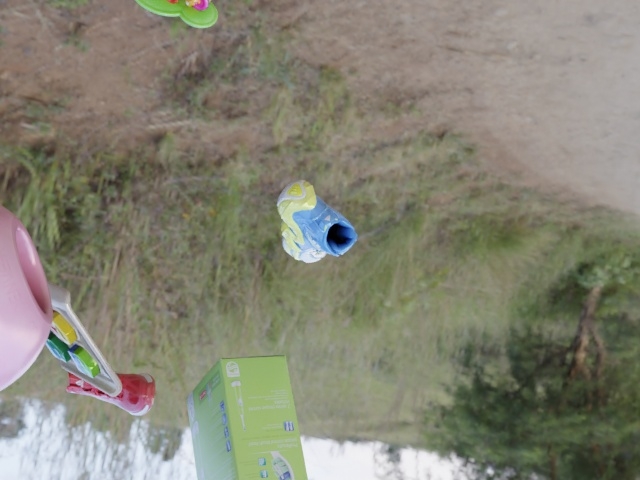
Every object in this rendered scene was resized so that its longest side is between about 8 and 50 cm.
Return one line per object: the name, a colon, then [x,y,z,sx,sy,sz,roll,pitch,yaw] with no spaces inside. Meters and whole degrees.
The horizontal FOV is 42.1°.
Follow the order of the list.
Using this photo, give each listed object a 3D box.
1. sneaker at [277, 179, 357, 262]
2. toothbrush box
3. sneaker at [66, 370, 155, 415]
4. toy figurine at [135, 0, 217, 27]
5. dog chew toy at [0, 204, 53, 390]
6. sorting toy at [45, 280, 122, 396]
sneaker: [0.000,0.000,1.368,0.126,0.091,0.240,40,170,23]
toothbrush box: [-0.121,0.356,1.361,0.122,0.283,0.206,2,150,-25]
sneaker: [-0.422,0.292,1.627,0.128,0.087,0.221,15,164,-37]
toy figurine: [-0.230,-0.463,1.387,0.173,0.130,0.159,38,145,1]
dog chew toy: [-0.429,0.078,0.769,0.332,0.206,0.206,-17,-172,-8]
sorting toy: [-0.422,0.153,1.356,0.193,0.208,0.038,15,-136,43]
